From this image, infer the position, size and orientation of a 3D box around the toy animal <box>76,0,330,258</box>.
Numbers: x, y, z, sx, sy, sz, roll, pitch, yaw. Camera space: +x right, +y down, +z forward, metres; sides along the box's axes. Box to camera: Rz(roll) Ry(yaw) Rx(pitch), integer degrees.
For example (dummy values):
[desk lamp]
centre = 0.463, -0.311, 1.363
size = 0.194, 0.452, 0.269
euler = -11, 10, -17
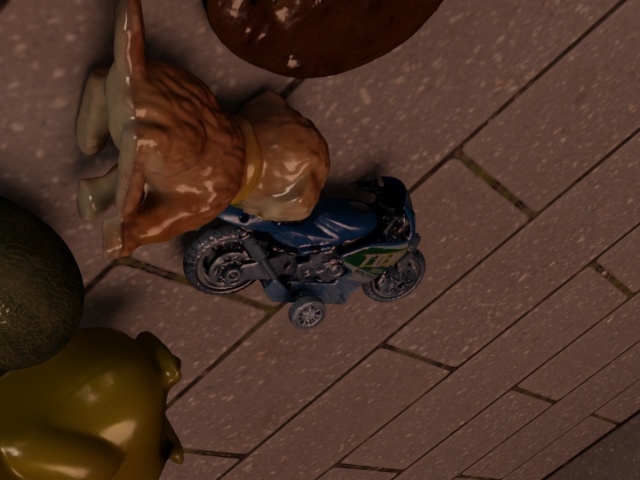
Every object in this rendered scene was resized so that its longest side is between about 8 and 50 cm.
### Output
[toy animal]
centre = -0.065, -0.083, 0.577
size = 0.185, 0.104, 0.184
euler = -4, 128, -29

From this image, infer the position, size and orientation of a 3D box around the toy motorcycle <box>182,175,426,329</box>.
[toy motorcycle]
centre = 0.000, 0.000, 0.743
size = 0.254, 0.092, 0.135
euler = 4, 125, -28

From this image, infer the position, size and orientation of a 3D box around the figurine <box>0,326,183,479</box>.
[figurine]
centre = -0.262, 0.179, 0.661
size = 0.327, 0.169, 0.218
euler = -35, 143, -39

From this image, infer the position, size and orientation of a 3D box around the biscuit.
[biscuit]
centre = 0.020, -0.191, 0.551
size = 0.212, 0.036, 0.212
euler = -21, 146, -15

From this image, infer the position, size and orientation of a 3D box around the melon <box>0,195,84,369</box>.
[melon]
centre = -0.228, 0.029, 0.576
size = 0.114, 0.114, 0.167
euler = -33, 144, 3
